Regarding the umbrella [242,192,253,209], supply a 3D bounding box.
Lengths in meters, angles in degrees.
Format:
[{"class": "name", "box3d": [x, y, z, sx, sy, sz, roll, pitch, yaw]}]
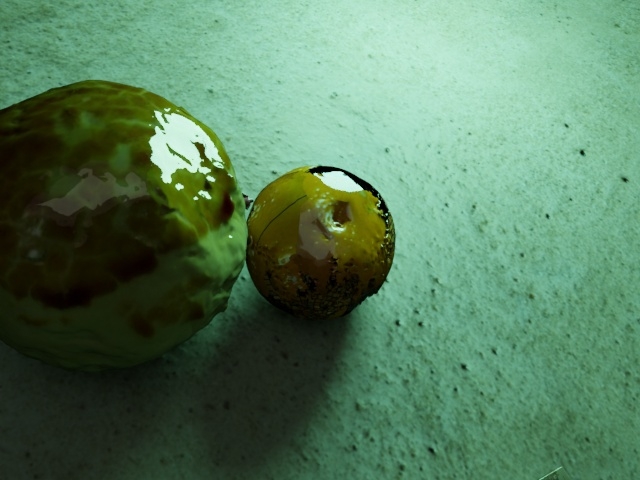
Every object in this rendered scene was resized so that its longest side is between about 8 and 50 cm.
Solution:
[{"class": "umbrella", "box3d": [-0.190, -0.048, 0.963, 0.165, 0.025, 0.027, -13, 50, -13]}]

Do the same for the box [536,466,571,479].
[{"class": "box", "box3d": [0.313, 0.355, 0.811, 0.083, 0.024, 0.053, -21, 65, -20]}]

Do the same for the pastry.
[{"class": "pastry", "box3d": [-0.282, -0.031, 0.761, 0.389, 0.312, 0.388, 3, 66, -8]}]

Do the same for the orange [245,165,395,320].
[{"class": "orange", "box3d": [0.000, 0.000, 0.873, 0.235, 0.182, 0.234, 3, 75, -12]}]
